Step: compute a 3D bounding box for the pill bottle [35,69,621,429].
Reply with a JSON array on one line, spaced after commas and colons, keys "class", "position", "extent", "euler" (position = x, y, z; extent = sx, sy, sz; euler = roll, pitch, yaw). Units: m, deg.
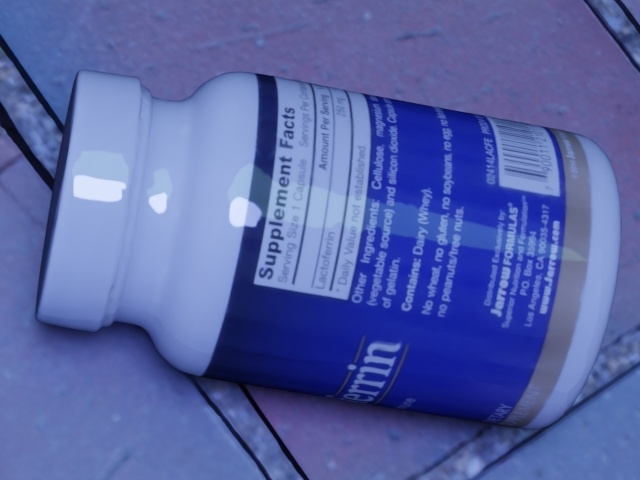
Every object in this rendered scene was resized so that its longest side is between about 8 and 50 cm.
[{"class": "pill bottle", "position": [0.000, 0.000, 0.905], "extent": [0.265, 0.153, 0.153], "euler": [10, 65, -9]}]
